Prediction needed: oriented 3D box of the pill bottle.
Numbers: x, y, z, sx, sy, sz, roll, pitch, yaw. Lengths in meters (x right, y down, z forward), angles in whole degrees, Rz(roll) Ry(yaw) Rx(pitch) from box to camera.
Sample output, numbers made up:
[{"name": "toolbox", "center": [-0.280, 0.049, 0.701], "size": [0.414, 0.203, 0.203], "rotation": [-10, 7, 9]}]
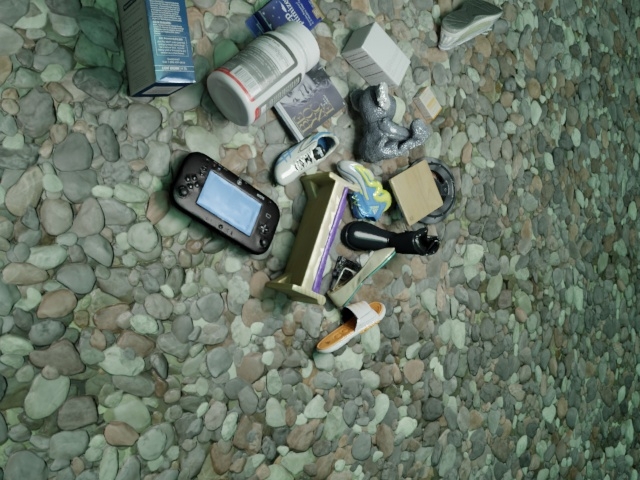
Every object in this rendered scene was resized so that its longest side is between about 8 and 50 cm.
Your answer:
[{"name": "pill bottle", "center": [-0.144, -0.443, 1.563], "size": [0.283, 0.161, 0.161], "rotation": [-45, 115, -23]}]

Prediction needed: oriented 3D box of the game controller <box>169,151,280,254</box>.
[{"name": "game controller", "center": [-0.243, -0.094, 1.562], "size": [0.319, 0.067, 0.167], "rotation": [34, 71, -32]}]

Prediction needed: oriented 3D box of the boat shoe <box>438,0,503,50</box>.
[{"name": "boat shoe", "center": [0.531, -0.769, 2.118], "size": [0.118, 0.103, 0.320], "rotation": [39, 54, 20]}]

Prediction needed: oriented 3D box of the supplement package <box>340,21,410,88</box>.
[{"name": "supplement package", "center": [0.172, -0.566, 1.842], "size": [0.179, 0.105, 0.105], "rotation": [39, 69, -31]}]

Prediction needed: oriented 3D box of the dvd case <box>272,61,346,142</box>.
[{"name": "dvd case", "center": [-0.039, -0.408, 1.726], "size": [0.221, 0.018, 0.165], "rotation": [-42, 105, -28]}]

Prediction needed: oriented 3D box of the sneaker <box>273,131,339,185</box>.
[{"name": "sneaker", "center": [-0.042, -0.240, 1.699], "size": [0.237, 0.086, 0.085], "rotation": [-43, 115, -27]}]

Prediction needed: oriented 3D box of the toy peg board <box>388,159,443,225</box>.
[{"name": "toy peg board", "center": [0.287, -0.151, 1.904], "size": [0.160, 0.079, 0.161], "rotation": [-31, 104, -28]}]

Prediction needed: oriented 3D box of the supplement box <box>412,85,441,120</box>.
[{"name": "supplement box", "center": [0.363, -0.467, 2.027], "size": [0.098, 0.036, 0.062], "rotation": [50, 63, -26]}]

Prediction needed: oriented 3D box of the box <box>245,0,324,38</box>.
[{"name": "box", "center": [-0.097, -0.627, 1.688], "size": [0.225, 0.036, 0.136], "rotation": [-50, 117, -24]}]

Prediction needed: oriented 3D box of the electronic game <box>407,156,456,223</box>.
[{"name": "electronic game", "center": [0.372, -0.170, 2.026], "size": [0.229, 0.048, 0.230], "rotation": [0, 91, -29]}]

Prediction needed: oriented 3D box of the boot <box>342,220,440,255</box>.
[{"name": "boot", "center": [0.220, -0.008, 1.816], "size": [0.246, 0.207, 0.094], "rotation": [13, 81, -36]}]

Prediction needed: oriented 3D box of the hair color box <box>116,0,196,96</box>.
[{"name": "hair color box", "center": [-0.391, -0.524, 1.384], "size": [0.105, 0.173, 0.348], "rotation": [-11, 97, -37]}]

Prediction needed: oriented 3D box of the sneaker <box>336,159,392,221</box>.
[{"name": "sneaker", "center": [0.125, -0.141, 1.818], "size": [0.240, 0.091, 0.126], "rotation": [35, 71, -32]}]

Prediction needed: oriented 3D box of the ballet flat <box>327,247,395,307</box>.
[{"name": "ballet flat", "center": [0.114, 0.094, 1.769], "size": [0.086, 0.086, 0.248], "rotation": [36, 102, -31]}]

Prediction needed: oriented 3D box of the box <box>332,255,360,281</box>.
[{"name": "box", "center": [0.081, 0.093, 1.830], "size": [0.083, 0.018, 0.067], "rotation": [27, 75, -34]}]

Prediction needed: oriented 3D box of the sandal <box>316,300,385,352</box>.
[{"name": "sandal", "center": [0.089, 0.241, 1.786], "size": [0.265, 0.102, 0.076], "rotation": [-32, 111, -30]}]

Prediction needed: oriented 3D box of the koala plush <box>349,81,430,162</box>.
[{"name": "koala plush", "center": [0.182, -0.369, 1.806], "size": [0.203, 0.196, 0.221], "rotation": [-32, 113, -22]}]

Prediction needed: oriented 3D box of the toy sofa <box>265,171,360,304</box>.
[{"name": "toy sofa", "center": [0.000, 0.000, 1.690], "size": [0.177, 0.150, 0.363], "rotation": [26, 75, -32]}]
